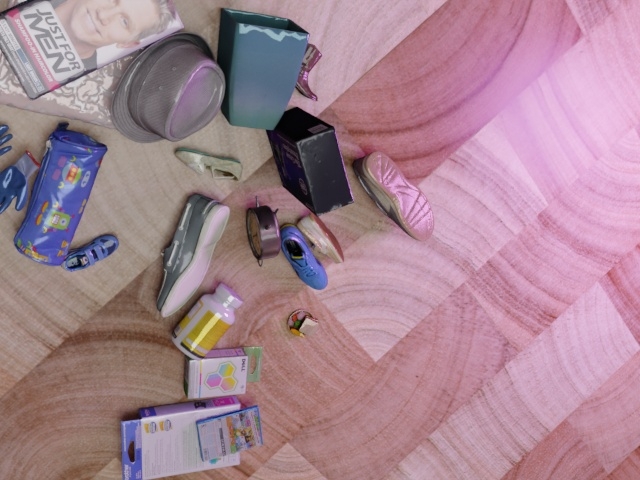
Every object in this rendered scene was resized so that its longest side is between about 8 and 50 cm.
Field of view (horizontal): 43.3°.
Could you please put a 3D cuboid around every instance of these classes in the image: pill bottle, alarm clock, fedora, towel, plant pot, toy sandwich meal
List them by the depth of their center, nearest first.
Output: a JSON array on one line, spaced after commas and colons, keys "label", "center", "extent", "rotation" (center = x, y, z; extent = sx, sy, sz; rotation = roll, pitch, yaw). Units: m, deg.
[{"label": "towel", "center": [-0.505, -0.411, 1.724], "extent": [0.331, 0.053, 0.317], "rotation": [11, 105, -23]}, {"label": "fedora", "center": [-0.306, -0.309, 1.744], "extent": [0.275, 0.124, 0.244], "rotation": [-51, 148, -6]}, {"label": "plant pot", "center": [-0.147, -0.379, 1.816], "extent": [0.165, 0.166, 0.234], "rotation": [4, 115, -22]}, {"label": "alarm clock", "center": [-0.139, -0.007, 1.972], "extent": [0.064, 0.129, 0.192], "rotation": [-9, 140, -21]}, {"label": "pill bottle", "center": [-0.278, 0.199, 1.997], "extent": [0.103, 0.103, 0.184], "rotation": [40, 92, -27]}, {"label": "toy sandwich meal", "center": [-0.046, 0.223, 2.134], "extent": [0.085, 0.029, 0.086], "rotation": [-7, 111, -18]}]

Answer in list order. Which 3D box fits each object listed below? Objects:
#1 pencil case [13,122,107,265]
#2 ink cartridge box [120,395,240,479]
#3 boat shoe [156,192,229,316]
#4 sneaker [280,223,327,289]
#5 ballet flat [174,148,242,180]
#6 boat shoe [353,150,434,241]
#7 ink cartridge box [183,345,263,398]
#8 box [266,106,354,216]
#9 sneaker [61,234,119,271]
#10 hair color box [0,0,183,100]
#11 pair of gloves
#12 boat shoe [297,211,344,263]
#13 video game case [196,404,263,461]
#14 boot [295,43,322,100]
[{"label": "pencil case", "center": [-0.576, -0.098, 1.769], "extent": [0.133, 0.119, 0.306], "rotation": [14, 103, -42]}, {"label": "ink cartridge box", "center": [-0.365, 0.517, 2.102], "extent": [0.310, 0.065, 0.186], "rotation": [-5, 109, -22]}, {"label": "boat shoe", "center": [-0.327, 0.034, 1.944], "extent": [0.099, 0.116, 0.320], "rotation": [32, 106, 16]}, {"label": "sneaker", "center": [-0.045, 0.057, 2.040], "extent": [0.069, 0.082, 0.209], "rotation": [-27, 117, 8]}, {"label": "ballet flat", "center": [-0.261, -0.174, 1.892], "extent": [0.168, 0.057, 0.053], "rotation": [9, 76, -23]}, {"label": "boat shoe", "center": [0.188, -0.112, 2.070], "extent": [0.285, 0.092, 0.103], "rotation": [47, 69, -25]}, {"label": "ink cartridge box", "center": [-0.245, 0.339, 2.083], "extent": [0.209, 0.062, 0.109], "rotation": [-1, 108, -21]}, {"label": "box", "center": [-0.031, -0.187, 1.864], "extent": [0.103, 0.261, 0.184], "rotation": [-24, 115, -11]}, {"label": "sneaker", "center": [-0.534, 0.034, 1.867], "extent": [0.144, 0.059, 0.053], "rotation": [-26, 113, -12]}, {"label": "hair color box", "center": [-0.475, -0.441, 1.637], "extent": [0.347, 0.105, 0.174], "rotation": [-29, 115, -9]}, {"label": "pair of gloves", "center": [-0.689, -0.154, 1.718], "extent": [0.159, 0.023, 0.198], "rotation": [-45, 88, 8]}, {"label": "boat shoe", "center": [0.000, 0.000, 2.062], "extent": [0.059, 0.063, 0.170], "rotation": [-28, 119, 16]}, {"label": "video game case", "center": [-0.236, 0.504, 2.108], "extent": [0.166, 0.015, 0.119], "rotation": [-12, 111, -18]}, {"label": "boot", "center": [-0.021, -0.403, 1.921], "extent": [0.106, 0.037, 0.114], "rotation": [31, 91, -29]}]
